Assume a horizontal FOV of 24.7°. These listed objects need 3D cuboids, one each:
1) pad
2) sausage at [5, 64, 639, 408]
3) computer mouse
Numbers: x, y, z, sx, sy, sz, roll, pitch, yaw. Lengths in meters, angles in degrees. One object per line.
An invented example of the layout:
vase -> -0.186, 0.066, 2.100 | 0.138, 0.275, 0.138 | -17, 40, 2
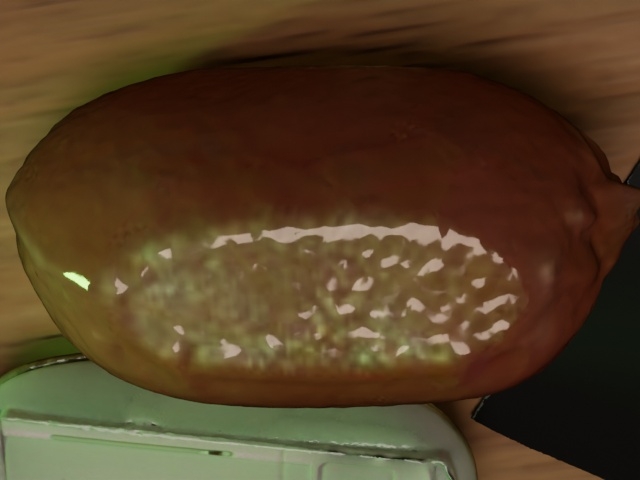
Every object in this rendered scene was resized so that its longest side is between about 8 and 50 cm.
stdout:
pad -> 0.195, 0.027, 0.659 | 0.164, 0.004, 0.243 | 24, 119, -8
sausage -> 0.000, 0.000, 0.591 | 0.255, 0.148, 0.148 | -6, 119, 6
computer mouse -> -0.048, 0.115, 0.704 | 0.245, 0.056, 0.125 | 3, 121, 3
